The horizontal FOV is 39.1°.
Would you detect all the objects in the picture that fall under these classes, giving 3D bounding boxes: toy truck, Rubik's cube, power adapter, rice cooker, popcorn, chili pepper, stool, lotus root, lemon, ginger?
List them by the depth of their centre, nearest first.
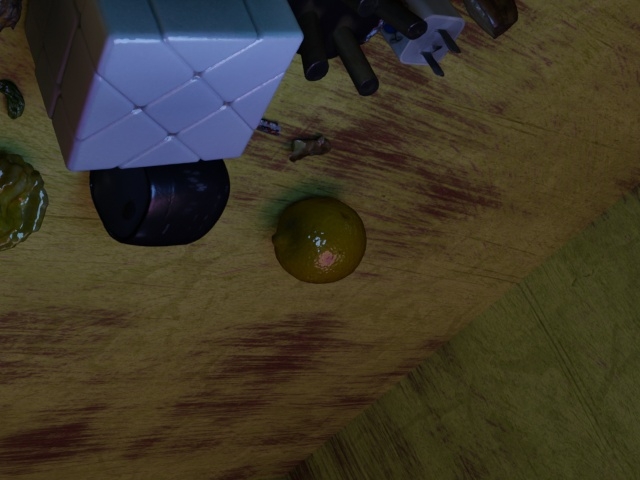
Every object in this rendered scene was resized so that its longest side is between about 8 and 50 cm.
[{"bbox_3d":[-0.263,-0.331,1.434,0.321,0.316,0.319,-10,152,-32],"label":"Rubik's cube"},{"bbox_3d":[-0.557,-0.254,1.628,0.034,0.030,0.091,1,145,-1],"label":"chili pepper"},{"bbox_3d":[0.051,-0.423,1.726,0.272,0.179,0.272,-21,149,-13],"label":"stool"},{"bbox_3d":[-0.623,-0.078,1.732,0.197,0.155,0.198,-37,143,-35],"label":"popcorn"},{"bbox_3d":[-0.323,-0.118,1.832,0.224,0.267,0.267,-9,147,-43],"label":"rice cooker"},{"bbox_3d":[0.215,-0.426,1.837,0.125,0.205,0.130,-4,142,-37],"label":"power adapter"},{"bbox_3d":[0.371,-0.509,1.943,0.095,0.135,0.159,-35,164,11],"label":"lotus root"},{"bbox_3d":[-0.119,-0.252,2.016,0.032,0.024,0.083,-22,159,40],"label":"toy truck"},{"bbox_3d":[-0.028,-0.219,2.134,0.137,0.044,0.058,-15,120,-34],"label":"ginger"},{"bbox_3d":[-0.006,0.001,2.308,0.253,0.228,0.228,-11,149,-49],"label":"lemon"}]

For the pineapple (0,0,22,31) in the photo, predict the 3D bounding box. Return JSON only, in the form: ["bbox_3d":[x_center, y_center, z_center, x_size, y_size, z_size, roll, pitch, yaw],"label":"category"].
[{"bbox_3d":[-0.621,-0.355,1.299,0.361,0.175,0.175,-7,148,-7],"label":"pineapple"}]
